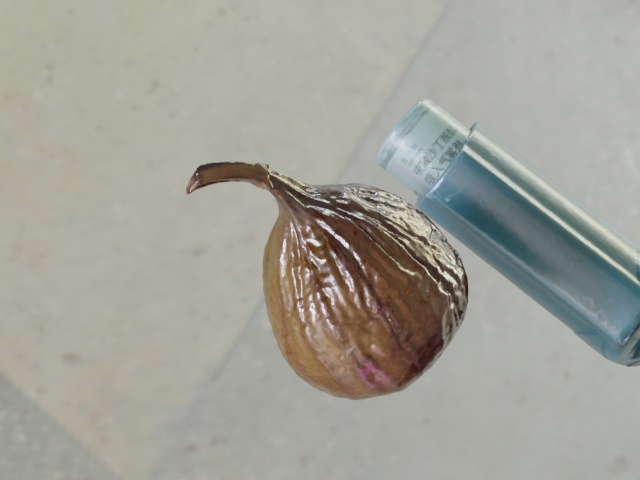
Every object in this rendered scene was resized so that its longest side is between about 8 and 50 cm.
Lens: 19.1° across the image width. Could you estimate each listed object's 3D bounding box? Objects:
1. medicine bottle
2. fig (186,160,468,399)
[{"bbox_3d":[0.160,-0.004,1.392,0.258,0.079,0.124,38,13,8],"label":"medicine bottle"},{"bbox_3d":[0.000,0.000,1.216,0.134,0.146,0.201,-40,113,-5],"label":"fig"}]
